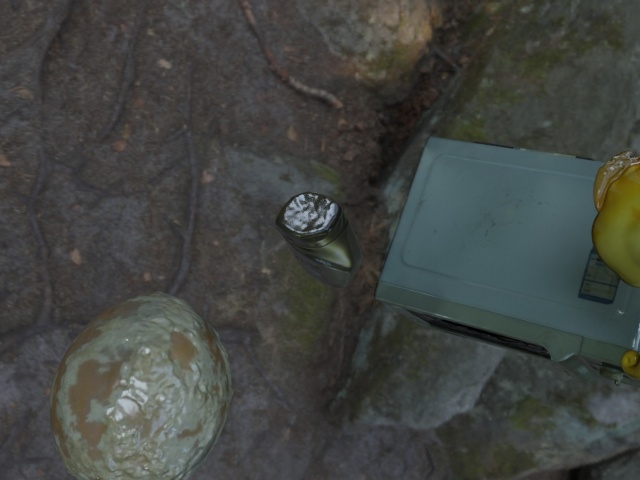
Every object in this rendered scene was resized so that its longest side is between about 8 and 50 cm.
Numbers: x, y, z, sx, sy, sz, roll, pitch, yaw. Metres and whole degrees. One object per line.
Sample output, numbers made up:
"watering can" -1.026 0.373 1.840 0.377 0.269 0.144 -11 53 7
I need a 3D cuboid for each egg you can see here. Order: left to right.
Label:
"egg" -0.203 0.171 0.889 0.203 0.204 0.245 54 31 -41

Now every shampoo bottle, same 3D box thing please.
"shampoo bottle" 0.000 0.000 1.175 0.084 0.126 0.350 -60 171 -7

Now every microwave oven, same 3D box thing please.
"microwave oven" 0.304 0.030 1.093 0.218 0.355 0.286 34 72 -56

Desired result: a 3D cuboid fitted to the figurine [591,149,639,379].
"figurine" 0.345 0.027 0.782 0.156 0.131 0.246 -54 134 -78
